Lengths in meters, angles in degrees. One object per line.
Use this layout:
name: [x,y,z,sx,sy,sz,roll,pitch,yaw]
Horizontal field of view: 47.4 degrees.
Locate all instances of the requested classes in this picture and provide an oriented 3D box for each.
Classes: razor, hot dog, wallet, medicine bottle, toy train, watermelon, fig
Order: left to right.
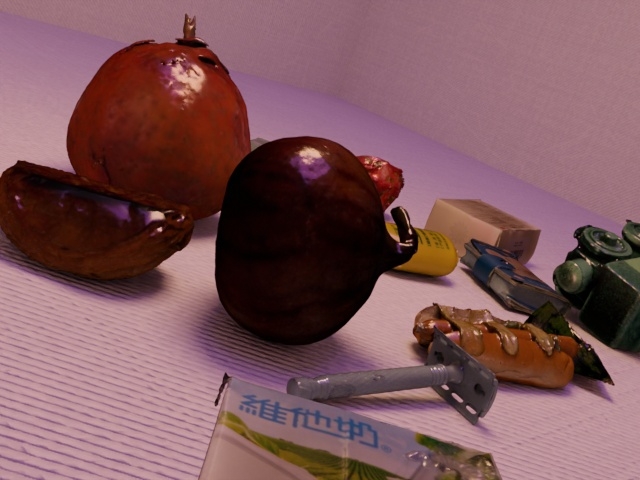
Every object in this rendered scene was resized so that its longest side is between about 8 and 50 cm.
hot dog: [-0.265,-0.024,0.846,0.227,0.099,0.160,20,16,6]
fig: [-0.018,-0.002,0.818,0.214,0.235,0.235,30,18,18]
medicine bottle: [0.092,0.004,1.226,0.309,0.076,0.111,9,18,-30]
razor: [0.070,0.147,0.767,0.232,0.068,0.106,2,23,-35]
hot dog: [0.236,0.138,0.963,0.269,0.072,0.109,11,20,-24]
wallet: [0.350,0.071,1.342,0.141,0.059,0.202,20,16,-22]
watermelon: [0.374,0.153,1.115,0.119,0.063,0.245,38,10,-5]
toy train: [0.577,0.084,1.332,0.299,0.167,0.238,-7,39,-29]

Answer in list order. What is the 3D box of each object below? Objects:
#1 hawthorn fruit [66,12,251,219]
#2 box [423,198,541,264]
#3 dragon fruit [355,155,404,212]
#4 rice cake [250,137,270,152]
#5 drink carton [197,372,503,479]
hawthorn fruit: [-0.227,-0.188,1.088,0.276,0.307,0.276,10,5,-1]
box: [0.348,-0.016,1.562,0.168,0.095,0.212,29,19,34]
dragon fruit: [0.094,-0.097,1.546,0.153,0.153,0.111,19,56,-3]
rice cake: [-0.067,-0.195,1.755,0.221,0.042,0.080,21,11,9]
drink carton: [0.009,0.209,0.345,0.194,0.132,0.324,18,14,-4]
